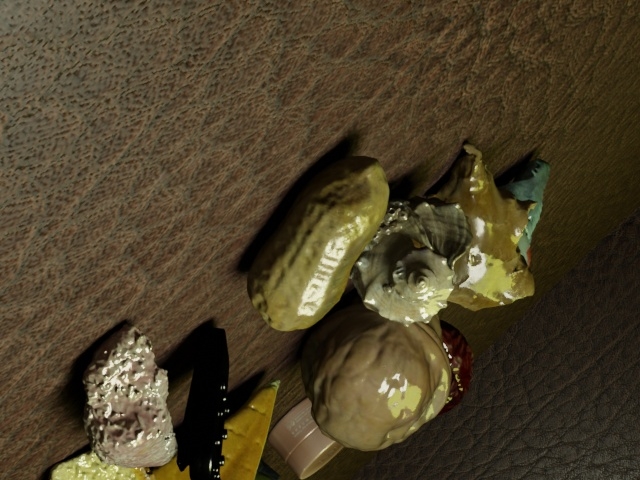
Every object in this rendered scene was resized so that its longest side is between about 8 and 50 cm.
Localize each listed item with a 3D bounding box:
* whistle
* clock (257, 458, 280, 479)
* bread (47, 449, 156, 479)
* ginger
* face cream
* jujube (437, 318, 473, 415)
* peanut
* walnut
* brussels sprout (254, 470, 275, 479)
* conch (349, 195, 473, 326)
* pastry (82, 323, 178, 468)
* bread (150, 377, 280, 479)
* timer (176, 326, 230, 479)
[{"bbox_3d":[0.306,-0.013,1.762,0.348,0.189,0.189,-46,166,-31],"label":"whistle"},{"bbox_3d":[-0.175,0.578,2.111,0.280,0.055,0.280,-57,174,-10],"label":"clock"},{"bbox_3d":[-0.267,0.336,1.332,0.147,0.152,0.127,-28,147,-41],"label":"bread"},{"bbox_3d":[0.220,-0.022,1.566,0.219,0.270,0.123,-8,-164,6],"label":"ginger"},{"bbox_3d":[-0.018,0.385,2.058,0.149,0.104,0.149,-39,162,-15],"label":"face cream"},{"bbox_3d":[0.152,0.265,2.030,0.342,0.216,0.216,-11,144,-50],"label":"jujube"},{"bbox_3d":[0.000,0.000,1.200,0.120,0.110,0.236,12,118,-44],"label":"peanut"},{"bbox_3d":[0.090,0.206,1.676,0.273,0.227,0.273,-38,156,-20],"label":"walnut"},{"bbox_3d":[-0.186,0.548,1.804,0.344,0.268,0.344,-38,145,-32],"label":"brussels sprout"},{"bbox_3d":[0.119,0.014,1.425,0.178,0.163,0.245,-26,-168,-2],"label":"conch"},{"bbox_3d":[-0.216,0.204,1.186,0.103,0.112,0.265,-17,153,-12],"label":"pastry"},{"bbox_3d":[-0.221,0.352,1.589,0.233,0.245,0.361,-50,-164,50],"label":"bread"},{"bbox_3d":[-0.145,0.215,1.307,0.055,0.187,0.144,4,155,-1],"label":"timer"}]
